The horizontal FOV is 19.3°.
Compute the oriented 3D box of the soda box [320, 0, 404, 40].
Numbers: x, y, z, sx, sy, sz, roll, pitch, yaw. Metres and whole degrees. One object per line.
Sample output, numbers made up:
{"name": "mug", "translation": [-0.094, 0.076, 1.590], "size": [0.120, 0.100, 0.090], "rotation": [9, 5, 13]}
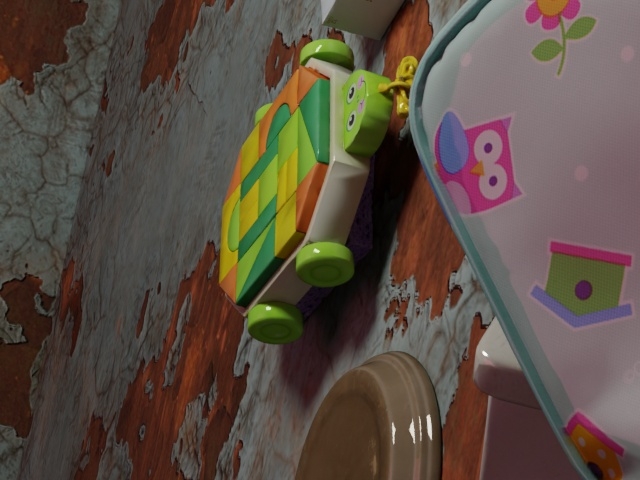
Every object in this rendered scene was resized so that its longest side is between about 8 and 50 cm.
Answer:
{"name": "soda box", "translation": [0.071, -0.301, 1.866], "size": [0.216, 0.069, 0.074], "rotation": [123, 153, -46]}

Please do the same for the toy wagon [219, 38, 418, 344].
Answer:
{"name": "toy wagon", "translation": [-0.008, -0.071, 1.839], "size": [0.344, 0.068, 0.267], "rotation": [129, 148, -50]}

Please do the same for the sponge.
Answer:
{"name": "sponge", "translation": [0.000, 0.000, 1.920], "size": [0.210, 0.031, 0.117], "rotation": [132, 145, -53]}

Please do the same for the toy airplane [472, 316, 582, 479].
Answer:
{"name": "toy airplane", "translation": [0.254, 0.061, 0.764], "size": [0.386, 0.272, 0.384], "rotation": [-36, 83, 47]}

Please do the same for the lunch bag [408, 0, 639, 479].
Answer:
{"name": "lunch bag", "translation": [0.173, -0.055, 0.603], "size": [0.279, 0.108, 0.224], "rotation": [-40, 58, 25]}

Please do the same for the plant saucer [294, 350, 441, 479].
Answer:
{"name": "plant saucer", "translation": [0.031, 0.231, 1.665], "size": [0.278, 0.041, 0.278], "rotation": [-167, 90, -71]}
